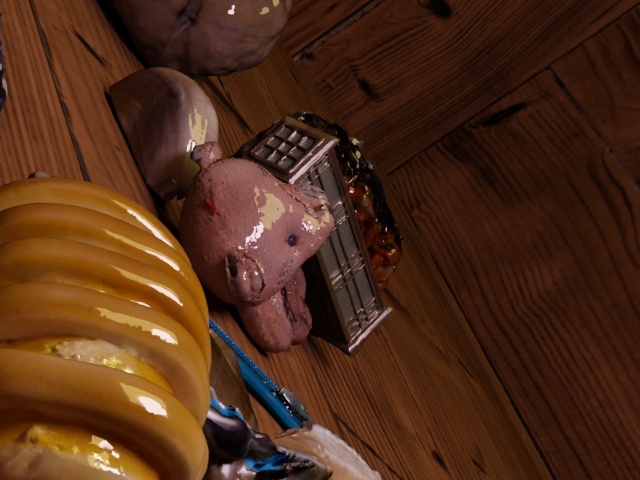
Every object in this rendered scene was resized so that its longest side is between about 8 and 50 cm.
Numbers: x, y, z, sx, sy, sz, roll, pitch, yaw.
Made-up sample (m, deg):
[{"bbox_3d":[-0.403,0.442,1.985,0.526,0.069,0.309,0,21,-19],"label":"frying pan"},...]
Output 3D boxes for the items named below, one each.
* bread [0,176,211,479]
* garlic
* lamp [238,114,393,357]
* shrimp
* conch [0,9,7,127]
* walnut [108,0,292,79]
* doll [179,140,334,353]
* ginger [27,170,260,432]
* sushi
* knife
[{"bbox_3d":[-0.147,0.058,0.958,0.173,0.121,0.311,18,21,-18],"label":"bread"},{"bbox_3d":[-0.165,-0.127,1.770,0.087,0.101,0.195,47,12,-54],"label":"garlic"},{"bbox_3d":[0.000,0.000,1.894,0.089,0.090,0.325,28,-29,36],"label":"lamp"},{"bbox_3d":[-0.010,0.216,1.211,0.445,0.110,0.221,49,31,-42],"label":"shrimp"},{"bbox_3d":[-0.257,-0.077,0.885,0.240,0.186,0.313,66,-1,-55],"label":"conch"},{"bbox_3d":[-0.165,-0.339,2.146,0.273,0.273,0.227,-105,-165,-66],"label":"walnut"},{"bbox_3d":[-0.042,0.015,1.740,0.303,0.156,0.201,48,22,-61],"label":"doll"},{"bbox_3d":[-0.127,0.080,1.270,0.333,0.080,0.166,50,23,-20],"label":"ginger"},{"bbox_3d":[0.003,-0.042,2.089,0.182,0.196,0.343,52,5,29],"label":"sushi"},{"bbox_3d":[-0.060,0.146,1.587,0.296,0.026,0.044,50,22,-38],"label":"knife"}]
